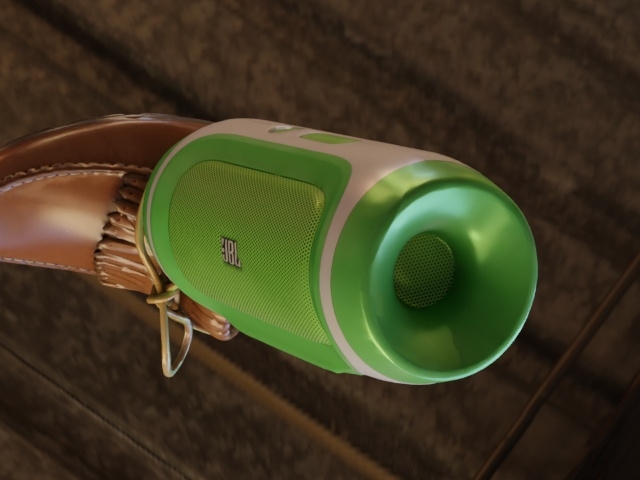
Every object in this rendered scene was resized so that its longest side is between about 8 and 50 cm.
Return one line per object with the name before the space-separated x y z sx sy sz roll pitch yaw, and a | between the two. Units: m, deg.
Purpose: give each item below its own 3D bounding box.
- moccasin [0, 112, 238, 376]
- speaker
moccasin | -0.066 0.010 1.303 0.380 0.139 0.147 12 -131 -18
speaker | 0.000 0.000 1.084 0.131 0.296 0.131 -5 -80 -27
